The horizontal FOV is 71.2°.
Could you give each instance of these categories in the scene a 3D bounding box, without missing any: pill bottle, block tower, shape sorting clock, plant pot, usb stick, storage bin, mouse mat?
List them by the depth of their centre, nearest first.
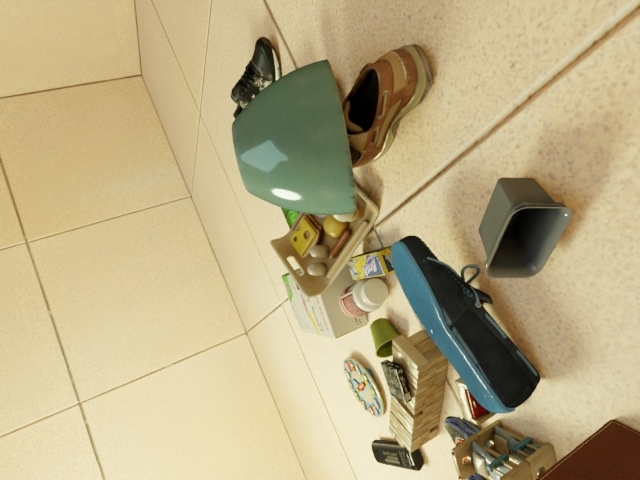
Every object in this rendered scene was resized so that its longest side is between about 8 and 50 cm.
[{"bbox_3d":[0.287,-0.024,0.643,0.091,0.098,0.135,-94,5,-46],"label":"storage bin"},{"bbox_3d":[-0.058,-0.175,0.857,0.290,0.196,0.289,168,90,-89],"label":"plant pot"},{"bbox_3d":[0.228,0.362,1.060,0.091,0.097,0.335,42,146,47],"label":"block tower"},{"bbox_3d":[0.163,0.241,1.134,0.083,0.084,0.079,94,158,-44],"label":"plant pot"},{"bbox_3d":[0.111,0.145,1.145,0.086,0.086,0.152,66,157,9],"label":"pill bottle"},{"bbox_3d":[0.225,0.644,1.347,0.278,0.045,0.077,128,126,-63],"label":"usb stick"},{"bbox_3d":[0.132,0.465,1.412,0.206,0.040,0.206,47,148,43],"label":"shape sorting clock"},{"bbox_3d":[-0.103,-0.105,1.513,0.189,0.007,0.152,66,156,8],"label":"mouse mat"}]

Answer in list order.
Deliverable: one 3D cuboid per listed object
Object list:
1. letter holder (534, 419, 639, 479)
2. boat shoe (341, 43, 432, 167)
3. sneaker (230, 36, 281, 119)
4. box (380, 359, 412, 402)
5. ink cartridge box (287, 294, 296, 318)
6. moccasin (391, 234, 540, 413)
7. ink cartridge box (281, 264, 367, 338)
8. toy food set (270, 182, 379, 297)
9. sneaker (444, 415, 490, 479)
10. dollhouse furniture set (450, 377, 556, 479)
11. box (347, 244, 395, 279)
[{"bbox_3d":[0.421,0.381,0.500,0.302,0.215,0.151,14,121,62],"label":"letter holder"},{"bbox_3d":[0.084,-0.240,0.858,0.123,0.117,0.324,63,156,16],"label":"boat shoe"},{"bbox_3d":[-0.195,-0.442,1.294,0.107,0.124,0.283,57,153,27],"label":"sneaker"},{"bbox_3d":[0.170,0.316,1.005,0.067,0.018,0.083,-6,103,67],"label":"box"},{"bbox_3d":[-0.051,0.224,1.590,0.180,0.060,0.104,-21,89,67],"label":"ink cartridge box"},{"bbox_3d":[0.253,0.134,0.805,0.341,0.117,0.137,60,167,11],"label":"moccasin"},{"bbox_3d":[0.004,0.175,1.362,0.278,0.117,0.201,-15,95,66],"label":"ink cartridge box"},{"bbox_3d":[-0.007,-0.039,1.122,0.219,0.093,0.306,52,121,34],"label":"toy food set"},{"bbox_3d":[0.327,0.478,0.940,0.221,0.087,0.083,60,154,22],"label":"sneaker"},{"bbox_3d":[0.316,0.351,0.810,0.129,0.129,0.183,-1,107,65],"label":"dollhouse furniture set"},{"bbox_3d":[0.127,0.056,1.081,0.169,0.054,0.059,-22,89,66],"label":"box"}]
